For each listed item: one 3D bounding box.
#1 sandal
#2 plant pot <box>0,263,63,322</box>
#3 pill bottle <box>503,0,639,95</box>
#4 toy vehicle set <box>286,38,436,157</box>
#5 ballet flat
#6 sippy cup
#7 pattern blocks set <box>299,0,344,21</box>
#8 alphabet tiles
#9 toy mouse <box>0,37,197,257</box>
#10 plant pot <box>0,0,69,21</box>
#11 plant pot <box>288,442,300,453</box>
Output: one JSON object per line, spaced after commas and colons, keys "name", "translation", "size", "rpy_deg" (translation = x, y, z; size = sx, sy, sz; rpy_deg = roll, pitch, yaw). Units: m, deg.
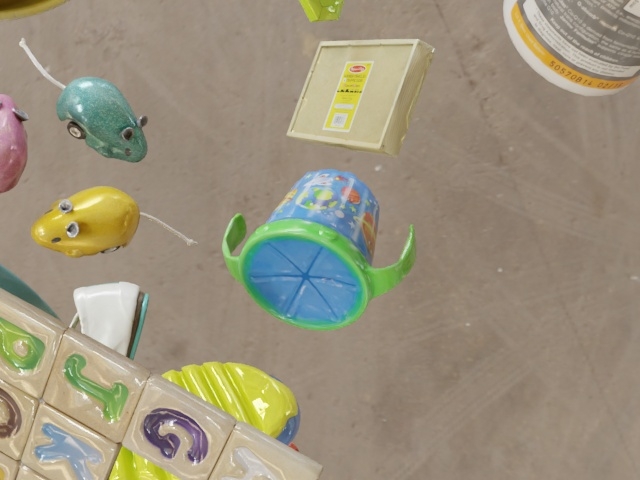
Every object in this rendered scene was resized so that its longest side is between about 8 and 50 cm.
{"name": "sandal", "translation": [-0.157, 0.226, 0.933], "size": [0.138, 0.317, 0.126], "rpy_deg": [47, 21, -50]}
{"name": "plant pot", "translation": [-0.575, 0.132, 1.608], "size": [0.234, 0.166, 0.165], "rpy_deg": [39, 69, -27]}
{"name": "pill bottle", "translation": [0.296, -0.267, 0.832], "size": [0.162, 0.278, 0.162], "rpy_deg": [10, 61, -18]}
{"name": "toy vehicle set", "translation": [0.054, -0.220, 1.412], "size": [0.035, 0.267, 0.166], "rpy_deg": [21, 88, -33]}
{"name": "ballet flat", "translation": [-0.358, 0.255, 1.425], "size": [0.139, 0.139, 0.400], "rpy_deg": [10, 91, -25]}
{"name": "sippy cup", "translation": [0.000, 0.000, 1.637], "size": [0.305, 0.240, 0.224], "rpy_deg": [29, 45, -7]}
{"name": "pattern blocks set", "translation": [-0.007, -0.464, 1.359], "size": [0.325, 0.026, 0.285], "rpy_deg": [-24, 108, -42]}
{"name": "alphabet tiles", "translation": [-0.130, 0.138, 0.434], "size": [0.198, 0.009, 0.237], "rpy_deg": [28, 119, 4]}
{"name": "toy mouse", "translation": [-0.153, -0.061, 0.544], "size": [0.161, 0.031, 0.143], "rpy_deg": [-6, 74, -36]}
{"name": "plant pot", "translation": [-0.147, -0.156, 0.363], "size": [0.134, 0.095, 0.134], "rpy_deg": [-11, 109, -33]}
{"name": "plant pot", "translation": [-0.155, 0.462, 1.617], "size": [0.236, 0.267, 0.267], "rpy_deg": [-38, 123, -22]}
